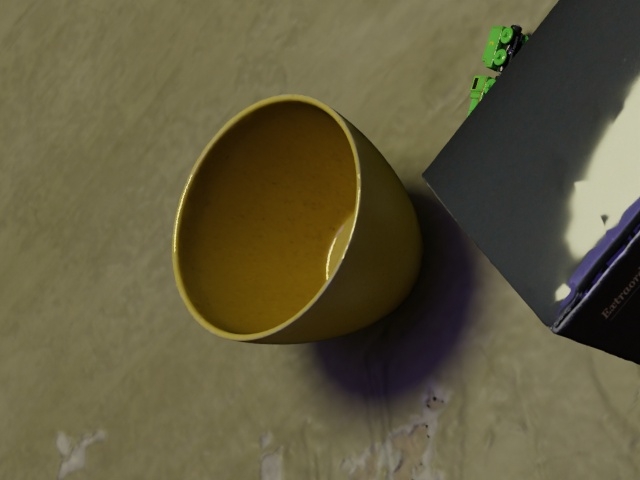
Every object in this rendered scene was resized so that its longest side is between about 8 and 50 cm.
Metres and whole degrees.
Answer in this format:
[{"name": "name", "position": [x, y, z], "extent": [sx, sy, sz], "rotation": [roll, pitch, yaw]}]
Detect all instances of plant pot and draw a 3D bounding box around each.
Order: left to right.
[{"name": "plant pot", "position": [0.000, 0.000, 1.063], "extent": [0.134, 0.095, 0.134], "rotation": [-17, 63, 37]}]

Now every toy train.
[{"name": "toy train", "position": [0.091, -0.077, 1.064], "extent": [0.023, 0.017, 0.083], "rotation": [11, 82, 55]}]

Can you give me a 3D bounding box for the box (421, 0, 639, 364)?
[{"name": "box", "position": [0.173, -0.027, 0.830], "extent": [0.153, 0.207, 0.108], "rotation": [-51, 47, 16]}]
